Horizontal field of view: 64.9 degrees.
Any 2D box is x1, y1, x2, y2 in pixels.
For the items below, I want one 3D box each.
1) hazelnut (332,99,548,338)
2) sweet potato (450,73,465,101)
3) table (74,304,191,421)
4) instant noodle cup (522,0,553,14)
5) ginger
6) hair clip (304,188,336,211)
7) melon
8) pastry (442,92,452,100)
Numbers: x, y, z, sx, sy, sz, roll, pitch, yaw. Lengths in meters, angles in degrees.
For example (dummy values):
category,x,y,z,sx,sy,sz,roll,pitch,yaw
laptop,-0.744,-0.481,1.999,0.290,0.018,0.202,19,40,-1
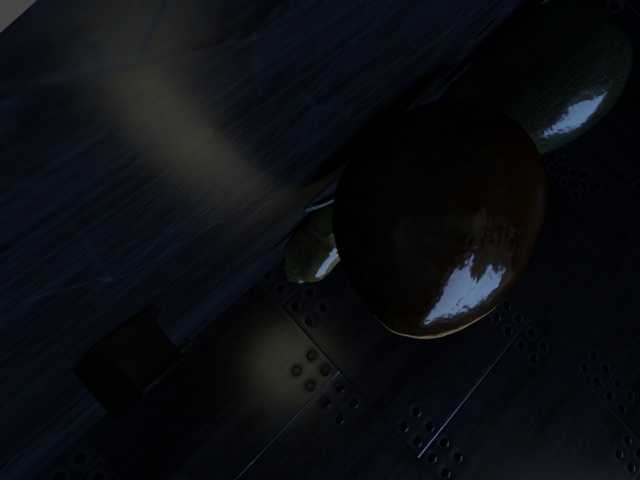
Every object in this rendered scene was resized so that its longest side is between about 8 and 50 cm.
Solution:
category,x,y,z,sx,sy,sz,roll,pitch,yaw
hazelnut,0.172,-0.033,0.774,0.366,0.366,0.366,-42,180,0
sweet potato,0.380,-0.380,1.160,0.273,0.075,0.075,-45,-179,-29
table,-0.194,0.127,0.535,0.083,0.070,0.082,-43,178,39
instant noodle cup,0.468,-0.462,1.018,0.179,0.070,0.157,-41,178,8
ginger,0.000,0.000,1.261,0.152,0.138,0.267,-16,145,-56
hair clip,0.017,-0.090,0.960,0.115,0.039,0.030,-30,168,-12
melon,0.390,-0.279,0.909,0.302,0.237,0.237,-39,-179,34
pastry,0.376,-0.322,1.270,0.236,0.120,0.257,-23,-153,40
